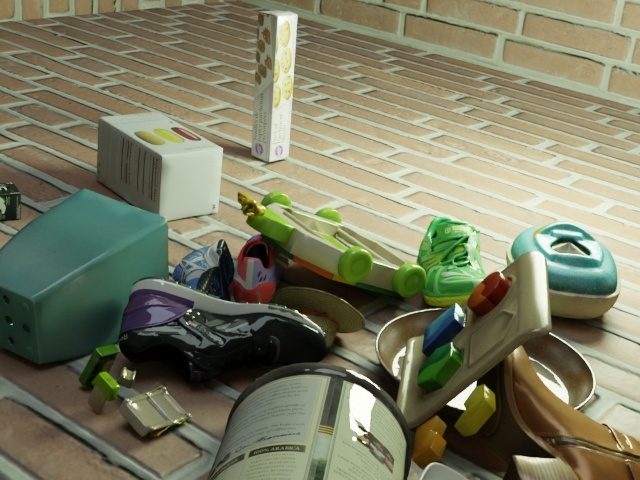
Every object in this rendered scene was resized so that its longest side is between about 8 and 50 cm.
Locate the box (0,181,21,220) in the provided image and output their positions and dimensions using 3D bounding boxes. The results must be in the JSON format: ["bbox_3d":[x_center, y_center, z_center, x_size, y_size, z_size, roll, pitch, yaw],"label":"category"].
[{"bbox_3d":[-0.577,-0.068,1.830,0.083,0.052,0.062,-5,25,-30],"label":"box"}]

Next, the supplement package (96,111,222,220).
[{"bbox_3d":[-0.310,-0.145,1.987,0.139,0.133,0.244,-12,29,-38],"label":"supplement package"}]

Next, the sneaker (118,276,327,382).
[{"bbox_3d":[-0.134,0.151,1.419,0.283,0.107,0.124,13,51,-5],"label":"sneaker"}]

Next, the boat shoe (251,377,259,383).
[{"bbox_3d":[-0.072,0.227,1.242,0.073,0.073,0.207,4,22,-12],"label":"boat shoe"}]

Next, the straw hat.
[{"bbox_3d":[-0.009,0.128,1.504,0.145,0.144,0.061,11,63,10],"label":"straw hat"}]

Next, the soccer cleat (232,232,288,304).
[{"bbox_3d":[-0.096,0.028,1.686,0.083,0.095,0.248,8,23,2],"label":"soccer cleat"}]

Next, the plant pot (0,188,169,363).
[{"bbox_3d":[-0.351,0.062,1.458,0.166,0.165,0.234,19,33,26],"label":"plant pot"}]

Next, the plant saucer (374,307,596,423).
[{"bbox_3d":[0.228,0.185,1.466,0.311,0.050,0.310,5,23,-2],"label":"plant saucer"}]

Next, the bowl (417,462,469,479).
[{"bbox_3d":[0.147,0.313,1.086,0.142,0.053,0.142,35,27,3],"label":"bowl"}]

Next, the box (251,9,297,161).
[{"bbox_3d":[-0.101,-0.335,2.259,0.063,0.323,0.067,22,26,39],"label":"box"}]

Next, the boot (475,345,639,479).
[{"bbox_3d":[0.313,0.232,1.256,0.220,0.109,0.283,8,35,-13],"label":"boot"}]

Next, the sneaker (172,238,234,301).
[{"bbox_3d":[-0.185,0.073,1.603,0.081,0.080,0.211,-15,21,9],"label":"sneaker"}]

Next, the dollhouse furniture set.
[{"bbox_3d":[-0.243,0.204,1.315,0.152,0.058,0.076,42,29,24],"label":"dollhouse furniture set"}]

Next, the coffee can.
[{"bbox_3d":[-0.020,0.269,0.988,0.202,0.201,0.275,9,23,4],"label":"coffee can"}]

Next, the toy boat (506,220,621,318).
[{"bbox_3d":[0.479,0.034,1.773,0.318,0.148,0.267,5,22,-3],"label":"toy boat"}]

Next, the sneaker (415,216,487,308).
[{"bbox_3d":[0.214,0.033,1.704,0.110,0.123,0.295,0,16,-9],"label":"sneaker"}]

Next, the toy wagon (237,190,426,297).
[{"bbox_3d":[0.000,0.000,1.676,0.344,0.068,0.267,16,12,-39],"label":"toy wagon"}]

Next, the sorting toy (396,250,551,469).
[{"bbox_3d":[0.180,0.137,1.274,0.041,0.229,0.307,46,25,-12],"label":"sorting toy"}]
